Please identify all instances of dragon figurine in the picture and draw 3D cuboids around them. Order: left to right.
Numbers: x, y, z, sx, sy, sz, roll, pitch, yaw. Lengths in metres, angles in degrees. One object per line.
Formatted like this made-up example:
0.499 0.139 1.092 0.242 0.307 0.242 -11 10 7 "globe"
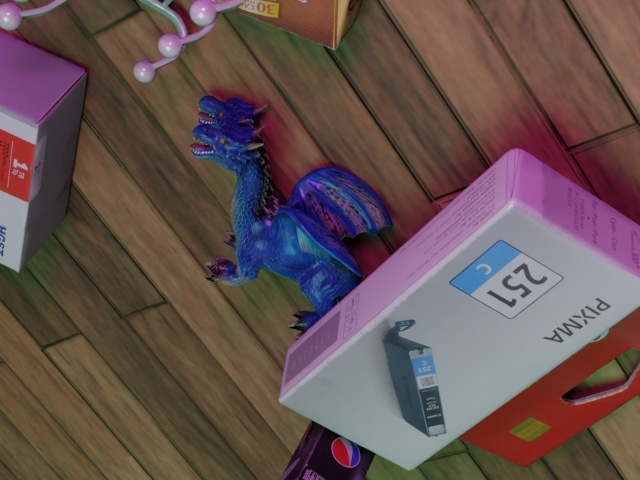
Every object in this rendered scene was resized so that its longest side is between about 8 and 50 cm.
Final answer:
0.000 0.000 1.109 0.289 0.085 0.144 34 134 -1 "dragon figurine"

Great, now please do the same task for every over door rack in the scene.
-0.212 -0.235 0.931 0.324 0.108 0.239 40 166 -12 "over door rack"

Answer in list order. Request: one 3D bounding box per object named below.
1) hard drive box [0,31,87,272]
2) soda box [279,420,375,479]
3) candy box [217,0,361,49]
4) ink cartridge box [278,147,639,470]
-0.333 -0.105 1.184 0.232 0.089 0.181 24 133 6 "hard drive box"
0.017 0.176 1.185 0.053 0.169 0.060 38 133 -6 "soda box"
-0.012 -0.236 0.948 0.109 0.053 0.186 22 134 8 "candy box"
0.155 0.090 1.065 0.261 0.066 0.296 29 132 -20 "ink cartridge box"
